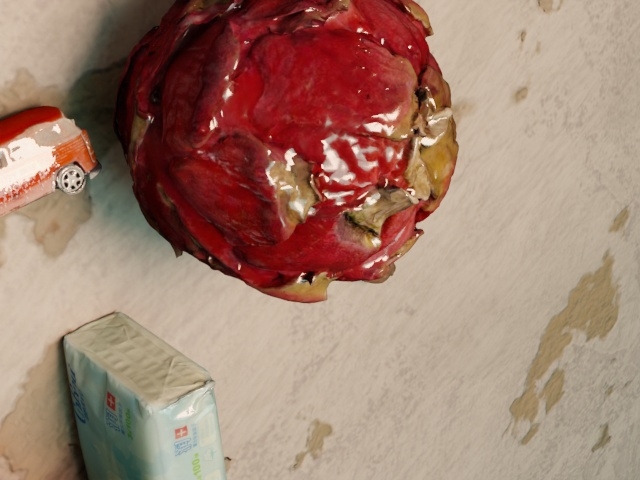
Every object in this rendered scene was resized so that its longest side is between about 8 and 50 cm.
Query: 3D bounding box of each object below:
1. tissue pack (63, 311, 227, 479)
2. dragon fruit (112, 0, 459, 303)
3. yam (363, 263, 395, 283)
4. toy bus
[{"bbox_3d":[-0.173,0.226,1.124,0.089,0.177,0.263,-23,125,-35],"label":"tissue pack"},{"bbox_3d":[-0.030,-0.105,1.008,0.329,0.329,0.329,-21,123,-36],"label":"dragon fruit"},{"bbox_3d":[0.000,0.000,1.274,0.264,0.046,0.046,28,90,-46],"label":"yam"},{"bbox_3d":[-0.280,-0.059,0.958,0.174,0.079,0.077,-32,119,-29],"label":"toy bus"}]
